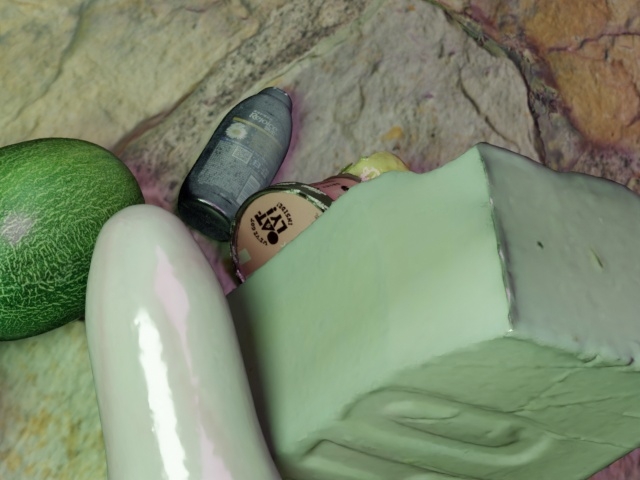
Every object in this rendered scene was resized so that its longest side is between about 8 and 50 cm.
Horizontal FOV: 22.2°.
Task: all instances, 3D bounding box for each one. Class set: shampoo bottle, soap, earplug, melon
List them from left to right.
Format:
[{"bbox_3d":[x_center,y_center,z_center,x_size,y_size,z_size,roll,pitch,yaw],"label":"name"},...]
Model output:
[{"bbox_3d":[-0.281,0.000,1.547,0.182,0.182,0.288,47,33,9],"label":"melon"},{"bbox_3d":[-0.140,0.115,1.480,0.172,0.172,0.301,-10,85,-39],"label":"earplug"},{"bbox_3d":[-0.089,-0.094,1.855,0.087,0.049,0.233,31,43,-6],"label":"shampoo bottle"},{"bbox_3d":[0.131,0.110,1.558,0.350,0.435,0.213,18,52,-26],"label":"soap"}]

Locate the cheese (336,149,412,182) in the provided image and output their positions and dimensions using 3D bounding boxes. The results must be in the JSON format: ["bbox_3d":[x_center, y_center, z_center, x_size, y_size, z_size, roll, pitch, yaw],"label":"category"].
[{"bbox_3d":[0.089,-0.016,1.878,0.123,0.094,0.167,-24,71,-46],"label":"cheese"}]

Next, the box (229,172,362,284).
[{"bbox_3d":[0.000,0.000,1.771,0.151,0.151,0.135,50,37,12],"label":"box"}]
